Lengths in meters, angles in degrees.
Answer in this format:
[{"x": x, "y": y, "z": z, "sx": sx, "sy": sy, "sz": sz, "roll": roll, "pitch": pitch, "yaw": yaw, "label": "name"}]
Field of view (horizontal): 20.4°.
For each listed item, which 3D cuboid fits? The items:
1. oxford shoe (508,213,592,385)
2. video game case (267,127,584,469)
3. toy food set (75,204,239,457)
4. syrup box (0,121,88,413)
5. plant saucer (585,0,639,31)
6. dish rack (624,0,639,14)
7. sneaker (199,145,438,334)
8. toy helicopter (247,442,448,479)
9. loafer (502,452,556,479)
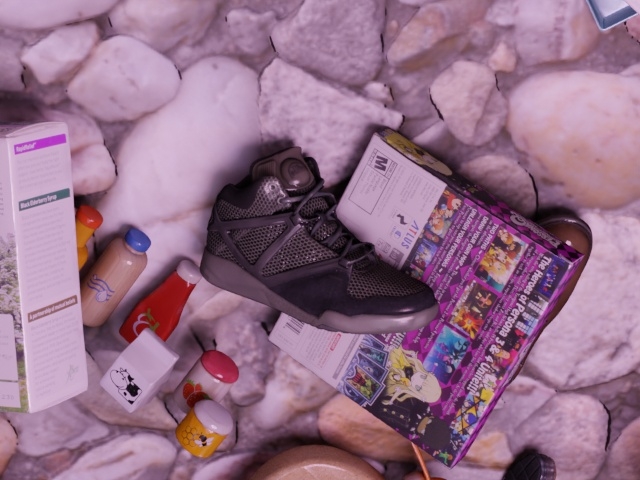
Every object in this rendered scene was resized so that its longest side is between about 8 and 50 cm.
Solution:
[{"x": 0.176, "y": 0.077, "z": 1.613, "sx": 0.083, "sy": 0.096, "sz": 0.227, "roll": 28, "pitch": 112, "yaw": -16, "label": "oxford shoe"}, {"x": 0.087, "y": 0.052, "z": 1.566, "sx": 0.210, "sy": 0.042, "sz": 0.232, "roll": 34, "pitch": 116, "yaw": 16, "label": "video game case"}, {"x": -0.146, "y": 0.073, "z": 1.571, "sx": 0.232, "sy": 0.111, "sz": 0.104, "roll": 42, "pitch": 112, "yaw": 11, "label": "toy food set"}, {"x": -0.266, "y": 0.019, "z": 1.498, "sx": 0.093, "sy": 0.096, "sz": 0.237, "roll": 1, "pitch": 100, "yaw": 25, "label": "syrup box"}, {"x": 0.308, "y": -0.246, "z": 1.486, "sx": 0.192, "sy": 0.018, "sz": 0.067, "roll": -25, "pitch": 118, "yaw": 11, "label": "plant saucer"}, {"x": 0.382, "y": -0.257, "z": 1.437, "sx": 0.333, "sy": 0.072, "sz": 0.285, "roll": 38, "pitch": 111, "yaw": -20, "label": "dish rack"}, {"x": 0.000, "y": 0.000, "z": 1.523, "sx": 0.227, "sy": 0.087, "sz": 0.130, "roll": 21, "pitch": 117, "yaw": 29, "label": "sneaker"}, {"x": 0.073, "y": 0.321, "z": 1.720, "sx": 0.235, "sy": 0.140, "sz": 0.355, "roll": -44, "pitch": 112, "yaw": 8, "label": "toy helicopter"}, {"x": 0.206, "y": 0.275, "z": 1.748, "sx": 0.061, "sy": 0.062, "sz": 0.170, "roll": 4, "pitch": 129, "yaw": -15, "label": "loafer"}]
